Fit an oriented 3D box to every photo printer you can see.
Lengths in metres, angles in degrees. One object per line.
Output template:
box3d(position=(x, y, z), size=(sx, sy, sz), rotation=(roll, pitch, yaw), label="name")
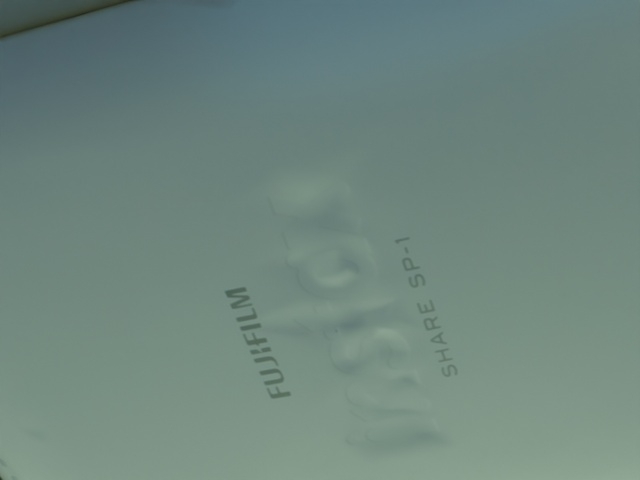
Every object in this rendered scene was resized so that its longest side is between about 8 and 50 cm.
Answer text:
box3d(position=(0.000, 0.000, 0.503), size=(0.307, 0.107, 0.256), rotation=(-12, 120, 16), label="photo printer")
